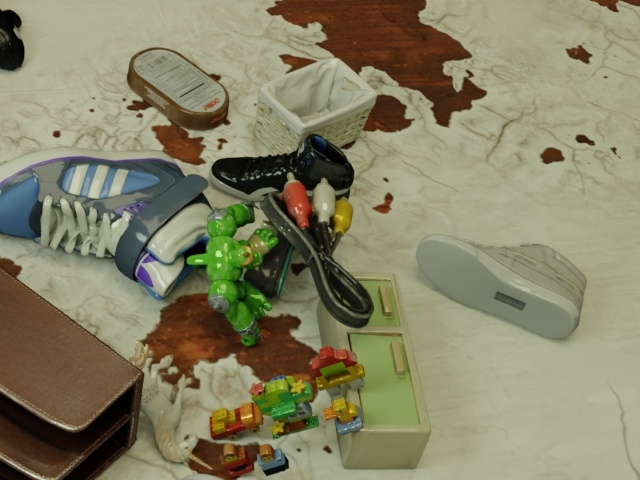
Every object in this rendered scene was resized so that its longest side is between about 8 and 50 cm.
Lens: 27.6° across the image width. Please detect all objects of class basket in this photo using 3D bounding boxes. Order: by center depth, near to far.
[{"bbox_3d":[-0.011,-0.201,2.067,0.167,0.103,0.113,-27,59,-34],"label":"basket"}]

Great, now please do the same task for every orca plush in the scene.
[{"bbox_3d":[-0.564,-0.395,2.102,0.151,0.102,0.287,-11,51,-25],"label":"orca plush"}]

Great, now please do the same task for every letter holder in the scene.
[{"bbox_3d":[-0.398,0.180,1.560,0.302,0.152,0.214,34,49,17],"label":"letter holder"}]

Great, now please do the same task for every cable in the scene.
[{"bbox_3d":[0.000,0.000,1.767,0.139,0.072,0.287,21,25,-24],"label":"cable"}]

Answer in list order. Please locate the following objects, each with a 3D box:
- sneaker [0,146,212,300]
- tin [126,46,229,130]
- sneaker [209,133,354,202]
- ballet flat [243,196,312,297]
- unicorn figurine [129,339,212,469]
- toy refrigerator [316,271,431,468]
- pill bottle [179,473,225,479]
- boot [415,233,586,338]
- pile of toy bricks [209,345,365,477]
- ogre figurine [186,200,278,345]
[{"bbox_3d":[-0.293,-0.013,1.786,0.323,0.130,0.236,-9,45,-30],"label":"sneaker"},{"bbox_3d":[-0.230,-0.247,2.100,0.190,0.040,0.106,37,53,20],"label":"tin"},{"bbox_3d":[-0.054,-0.118,1.961,0.217,0.121,0.079,12,44,-4],"label":"sneaker"},{"bbox_3d":[-0.061,-0.001,1.885,0.074,0.074,0.203,20,47,4],"label":"ballet flat"},{"bbox_3d":[-0.196,0.208,1.636,0.162,0.060,0.111,40,45,-20],"label":"unicorn figurine"},{"bbox_3d":[0.068,0.166,1.739,0.102,0.094,0.269,2,46,-13],"label":"toy refrigerator"},{"bbox_3d":[-0.176,0.399,1.399,0.160,0.160,0.283,32,47,15],"label":"pill bottle"},{"bbox_3d":[0.270,0.044,1.928,0.258,0.095,0.123,29,40,1],"label":"boot"},{"bbox_3d":[-0.051,0.205,1.607,0.212,0.105,0.118,-20,44,10],"label":"pile of toy bricks"},{"bbox_3d":[-0.116,0.036,1.758,0.097,0.118,0.197,13,84,26],"label":"ogre figurine"}]
